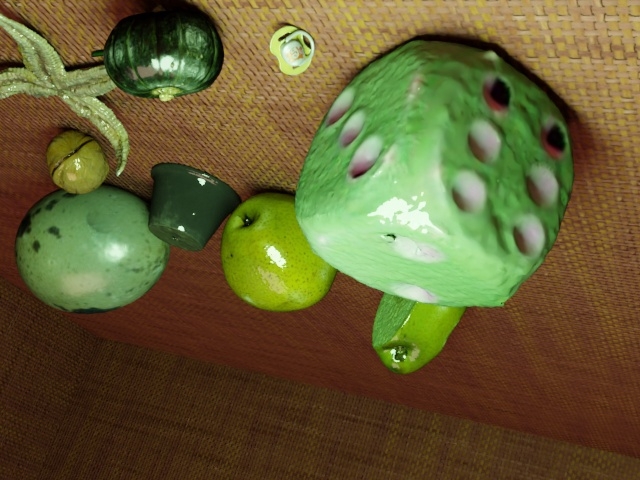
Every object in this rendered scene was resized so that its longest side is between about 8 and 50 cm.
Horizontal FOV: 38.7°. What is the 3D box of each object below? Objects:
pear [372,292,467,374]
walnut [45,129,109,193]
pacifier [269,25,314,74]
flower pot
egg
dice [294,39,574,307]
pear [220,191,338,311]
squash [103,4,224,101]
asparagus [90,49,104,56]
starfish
[{"bbox_3d":[0.245,0.211,2.268,0.159,0.292,0.292,34,157,-11],"label":"pear"},{"bbox_3d":[-0.575,-0.185,2.141,0.144,0.144,0.180,20,168,-1],"label":"walnut"},{"bbox_3d":[-0.048,-0.312,1.472,0.083,0.068,0.064,59,174,-35],"label":"pacifier"},{"bbox_3d":[-0.324,-0.066,2.200,0.235,0.148,0.235,18,161,7],"label":"flower pot"},{"bbox_3d":[-0.590,0.020,2.385,0.428,0.345,0.345,-7,151,20],"label":"egg"},{"bbox_3d":[0.176,-0.096,1.419,0.318,0.322,0.330,29,159,-25],"label":"dice"},{"bbox_3d":[-0.094,0.025,2.046,0.294,0.294,0.294,17,160,6],"label":"pear"},{"bbox_3d":[-0.256,-0.305,1.497,0.193,0.156,0.193,12,-170,-2],"label":"squash"},{"bbox_3d":[-0.378,-0.354,1.698,0.166,0.016,0.013,2,120,41],"label":"asparagus"},{"bbox_3d":[-0.532,-0.295,1.827,0.398,0.132,0.384,34,155,-3],"label":"starfish"}]
